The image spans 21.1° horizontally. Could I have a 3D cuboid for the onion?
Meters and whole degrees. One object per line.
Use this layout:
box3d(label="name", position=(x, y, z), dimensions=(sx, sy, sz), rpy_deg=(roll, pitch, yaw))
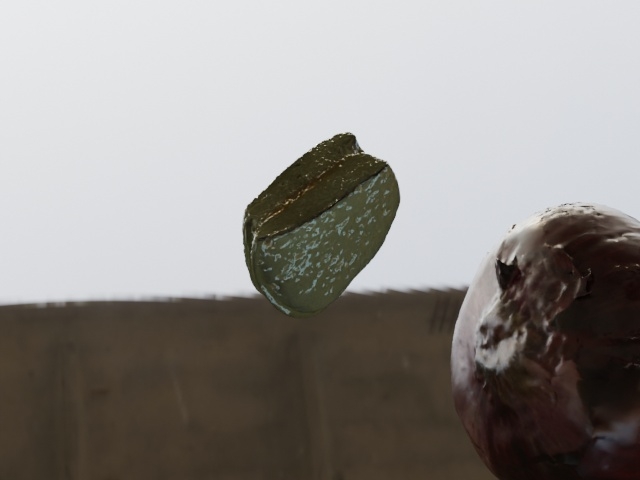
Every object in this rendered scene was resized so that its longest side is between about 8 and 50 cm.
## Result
box3d(label="onion", position=(0.223, 0.093, 1.363), dimensions=(0.219, 0.252, 0.252), rpy_deg=(8, -131, -22))

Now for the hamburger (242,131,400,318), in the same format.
box3d(label="hamburger", position=(-0.003, -0.001, 1.057), dimensions=(0.054, 0.084, 0.121), rpy_deg=(25, -133, 32))
